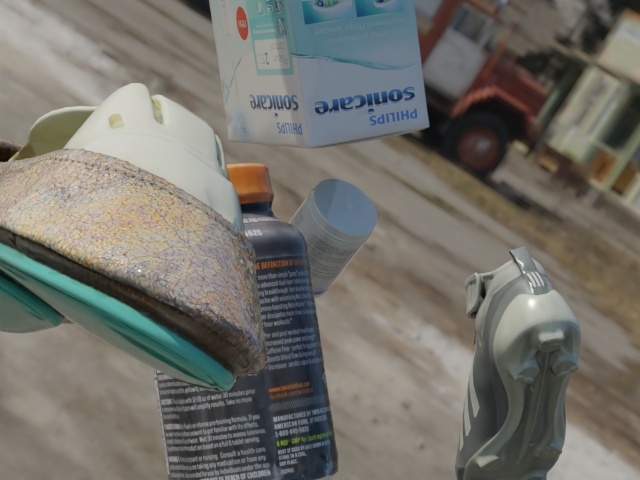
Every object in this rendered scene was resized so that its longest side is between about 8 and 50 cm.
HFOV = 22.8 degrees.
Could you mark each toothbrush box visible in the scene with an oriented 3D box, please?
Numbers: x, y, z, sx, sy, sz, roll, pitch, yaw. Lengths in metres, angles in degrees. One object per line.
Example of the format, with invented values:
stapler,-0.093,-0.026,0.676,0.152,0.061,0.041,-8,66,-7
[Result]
toothbrush box,-0.015,-0.239,1.456,0.126,0.295,0.216,-12,11,-21

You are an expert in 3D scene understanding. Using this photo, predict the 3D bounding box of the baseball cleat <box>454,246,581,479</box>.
baseball cleat,0.127,0.090,1.065,0.072,0.206,0.109,-2,46,-16

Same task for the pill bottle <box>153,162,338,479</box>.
pill bottle,-0.065,0.067,1.204,0.130,0.245,0.130,-8,-4,-1

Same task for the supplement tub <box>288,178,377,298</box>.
supplement tub,0.000,0.000,1.511,0.071,0.107,0.071,19,45,-20

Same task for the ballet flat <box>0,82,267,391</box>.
ballet flat,-0.099,-0.012,0.669,0.107,0.106,0.316,36,-15,-28
